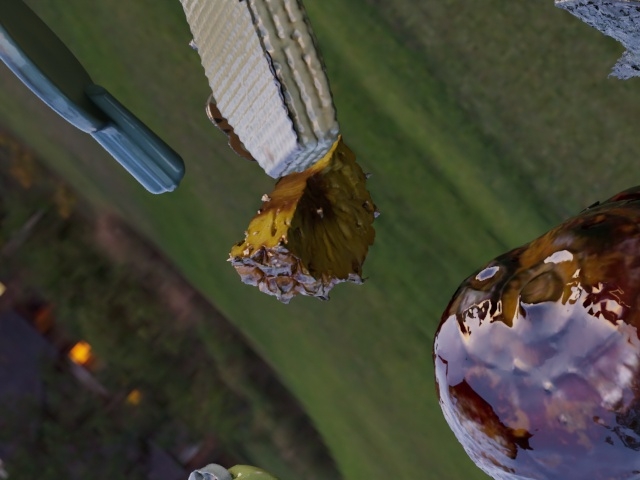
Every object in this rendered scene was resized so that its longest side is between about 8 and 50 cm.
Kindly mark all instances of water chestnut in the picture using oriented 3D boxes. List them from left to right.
[{"bbox_3d":[0.228,0.096,1.149,0.244,0.289,0.289,63,176,5],"label":"water chestnut"}]

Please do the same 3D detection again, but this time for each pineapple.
[{"bbox_3d":[-0.001,0.000,1.621,0.079,0.233,0.135,-8,119,33],"label":"pineapple"}]

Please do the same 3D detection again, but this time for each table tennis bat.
[{"bbox_3d":[-0.190,-0.118,1.188,0.237,0.038,0.149,44,-171,-33],"label":"table tennis bat"}]

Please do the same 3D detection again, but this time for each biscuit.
[{"bbox_3d":[-0.053,-0.162,1.007,0.150,0.052,0.252,134,117,-74],"label":"biscuit"}]

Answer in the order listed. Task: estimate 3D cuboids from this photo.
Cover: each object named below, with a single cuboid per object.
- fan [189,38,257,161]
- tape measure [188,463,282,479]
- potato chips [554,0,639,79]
[{"bbox_3d":[-0.103,-0.194,2.064,0.227,0.152,0.008,51,138,23],"label":"fan"},{"bbox_3d":[-0.034,0.249,1.153,0.177,0.087,0.154,47,156,30],"label":"tape measure"},{"bbox_3d":[0.421,-0.264,2.064,0.202,0.029,0.220,12,162,33],"label":"potato chips"}]
